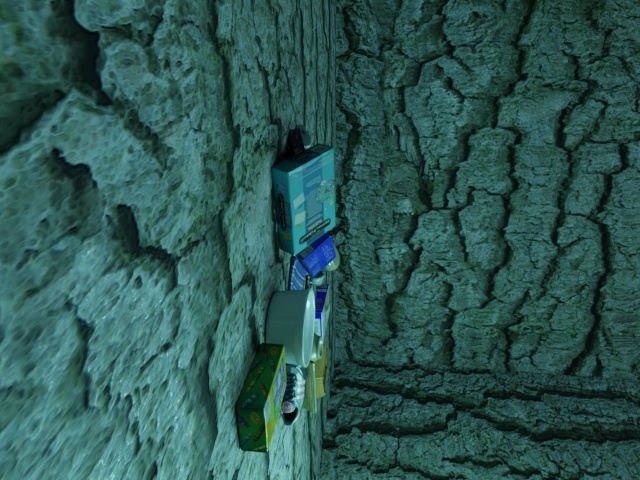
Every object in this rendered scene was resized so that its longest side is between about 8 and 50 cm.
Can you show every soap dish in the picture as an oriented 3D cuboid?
[{"bbox_3d":[-0.027,0.706,2.412,0.290,0.118,0.228,86,9,-50],"label":"soap dish"}]

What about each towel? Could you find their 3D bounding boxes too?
[{"bbox_3d":[-0.107,0.257,1.937,0.243,0.040,0.335,70,24,-70],"label":"towel"}]

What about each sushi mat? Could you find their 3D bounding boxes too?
[{"bbox_3d":[-0.085,0.571,1.792,0.019,0.152,0.316,-42,141,-45],"label":"sushi mat"}]

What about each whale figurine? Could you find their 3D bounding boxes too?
[{"bbox_3d":[0.003,0.050,2.512,0.271,0.141,0.216,69,23,-3],"label":"whale figurine"}]

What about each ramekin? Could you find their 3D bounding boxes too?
[{"bbox_3d":[-0.104,0.305,1.583,0.277,0.135,0.277,3,90,-83],"label":"ramekin"}]

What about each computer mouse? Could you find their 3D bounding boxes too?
[{"bbox_3d":[-0.059,0.257,2.331,0.193,0.042,0.105,65,23,-63],"label":"computer mouse"},{"bbox_3d":[0.000,0.000,2.297,0.272,0.072,0.188,-38,173,-45],"label":"computer mouse"}]

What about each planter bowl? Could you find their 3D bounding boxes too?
[{"bbox_3d":[-0.049,0.459,1.911,0.162,0.109,0.161,-2,90,-78],"label":"planter bowl"}]

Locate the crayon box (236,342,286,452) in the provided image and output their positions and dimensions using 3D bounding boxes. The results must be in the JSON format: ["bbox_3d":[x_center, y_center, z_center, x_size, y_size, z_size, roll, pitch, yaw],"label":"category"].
[{"bbox_3d":[-0.168,0.459,1.326,0.278,0.081,0.165,-73,164,-64],"label":"crayon box"}]

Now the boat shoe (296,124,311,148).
[{"bbox_3d":[-0.070,-0.428,1.857,0.040,0.049,0.142,96,-18,-51],"label":"boat shoe"}]

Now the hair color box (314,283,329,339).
[{"bbox_3d":[-0.016,0.392,2.451,0.339,0.110,0.185,-74,164,-68],"label":"hair color box"}]

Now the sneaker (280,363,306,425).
[{"bbox_3d":[-0.114,0.577,1.696,0.131,0.112,0.318,-78,166,-54],"label":"sneaker"}]

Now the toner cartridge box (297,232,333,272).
[{"bbox_3d":[-0.020,0.061,2.076,0.165,0.075,0.348,-41,163,-7],"label":"toner cartridge box"}]

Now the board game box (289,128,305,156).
[{"bbox_3d":[-0.072,-0.252,1.809,0.346,0.056,0.208,84,-10,-50],"label":"board game box"}]

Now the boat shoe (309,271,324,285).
[{"bbox_3d":[-0.014,0.218,2.487,0.226,0.083,0.075,-51,141,-80],"label":"boat shoe"}]

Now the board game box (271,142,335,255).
[{"bbox_3d":[-0.052,-0.150,1.621,0.254,0.079,0.335,-36,137,-40],"label":"board game box"}]
